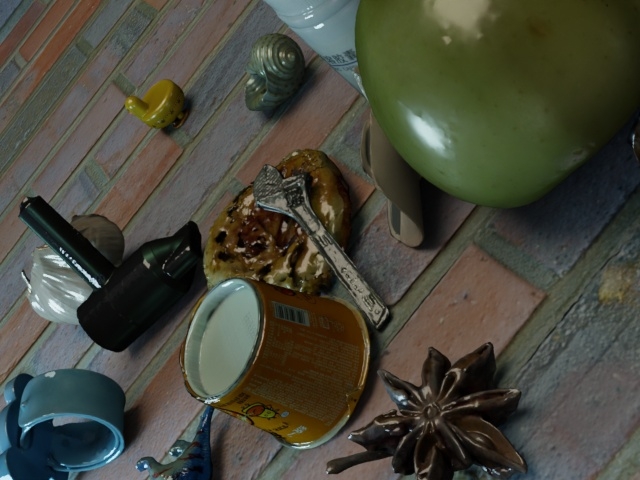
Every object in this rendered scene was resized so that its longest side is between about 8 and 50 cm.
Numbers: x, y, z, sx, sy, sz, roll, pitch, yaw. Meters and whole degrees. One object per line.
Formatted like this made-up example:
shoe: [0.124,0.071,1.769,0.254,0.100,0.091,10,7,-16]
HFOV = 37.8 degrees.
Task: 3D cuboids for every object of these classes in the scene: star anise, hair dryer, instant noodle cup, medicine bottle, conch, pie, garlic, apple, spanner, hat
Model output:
star anise: [0.124,0.212,1.051,0.231,0.089,0.209,-11,41,35]
hair dryer: [-0.359,0.008,1.572,0.244,0.302,0.116,-43,11,12]
instant noodle cup: [-0.068,0.150,1.218,0.216,0.172,0.216,-26,52,38]
medicine bottle: [0.054,-0.347,1.368,0.190,0.332,0.190,-28,44,30]
conch: [-0.083,-0.295,1.668,0.153,0.102,0.135,133,148,-71]
pie: [-0.070,-0.012,1.437,0.308,0.085,0.308,-22,46,25]
garlic: [-0.434,0.074,1.709,0.143,0.178,0.229,48,122,22]
apple: [0.207,-0.215,1.070,0.357,0.357,0.357,-28,44,30]
spanner: [0.000,0.000,1.316,0.093,0.026,0.325,-39,59,4]
hat: [0.129,-0.122,1.259,0.164,0.219,0.226,-28,60,1]

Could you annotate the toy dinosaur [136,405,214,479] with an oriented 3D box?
toy dinosaur: [-0.205,0.346,1.311,0.144,0.076,0.329,-7,59,36]

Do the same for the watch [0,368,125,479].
watch: [-0.402,0.296,1.491,0.193,0.211,0.211,-23,44,14]

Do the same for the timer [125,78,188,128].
timer: [-0.336,-0.285,1.924,0.107,0.109,0.107,-27,44,30]

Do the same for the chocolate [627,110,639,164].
chocolate: [0.409,-0.116,0.989,0.133,0.124,0.127,36,88,19]
